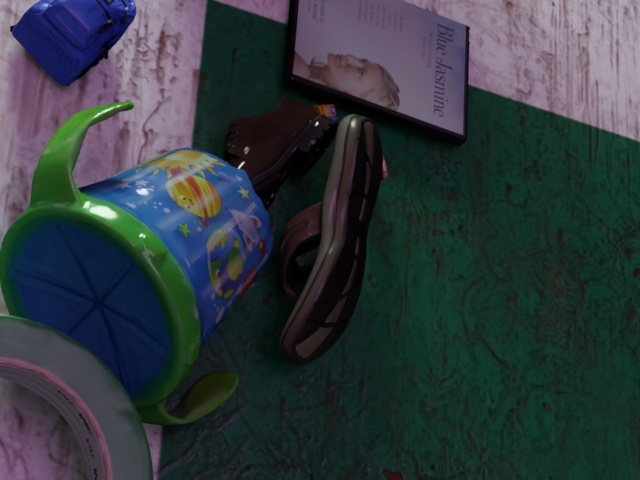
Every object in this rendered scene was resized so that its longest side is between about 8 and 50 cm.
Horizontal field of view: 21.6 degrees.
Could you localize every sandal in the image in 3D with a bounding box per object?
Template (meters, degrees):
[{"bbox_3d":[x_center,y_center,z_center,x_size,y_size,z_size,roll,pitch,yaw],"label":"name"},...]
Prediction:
[{"bbox_3d":[0.001,-0.001,1.909,0.086,0.120,0.303,6,68,19],"label":"sandal"}]

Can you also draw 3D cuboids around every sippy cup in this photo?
[{"bbox_3d":[-0.173,0.020,1.730,0.240,0.305,0.224,29,41,17],"label":"sippy cup"}]

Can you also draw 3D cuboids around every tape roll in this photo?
[{"bbox_3d":[-0.323,0.233,1.594,0.321,0.077,0.321,5,76,-19],"label":"tape roll"}]

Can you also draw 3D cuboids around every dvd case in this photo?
[{"bbox_3d":[0.074,-0.231,2.082,0.253,0.022,0.180,18,57,-23],"label":"dvd case"}]

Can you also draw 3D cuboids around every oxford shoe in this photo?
[{"bbox_3d":[-0.084,-0.085,1.913,0.096,0.083,0.227,37,53,11],"label":"oxford shoe"}]

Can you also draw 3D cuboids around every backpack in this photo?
[{"bbox_3d":[-0.261,-0.246,1.858,0.098,0.101,0.120,50,51,-10],"label":"backpack"}]

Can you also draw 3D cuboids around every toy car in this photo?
[{"bbox_3d":[0.045,-0.121,2.004,0.040,0.060,0.122,-19,80,-45],"label":"toy car"}]
